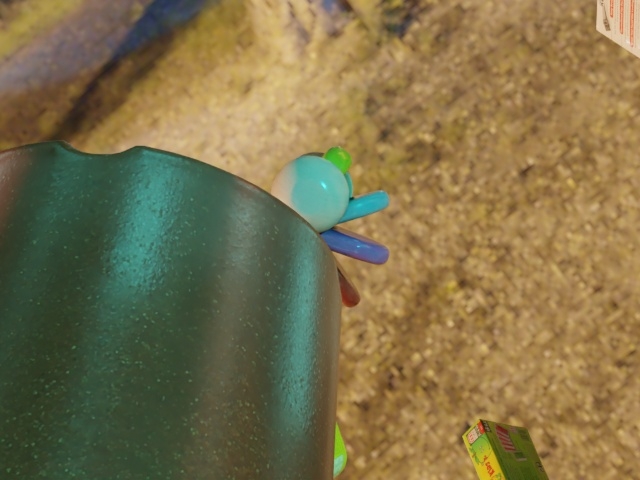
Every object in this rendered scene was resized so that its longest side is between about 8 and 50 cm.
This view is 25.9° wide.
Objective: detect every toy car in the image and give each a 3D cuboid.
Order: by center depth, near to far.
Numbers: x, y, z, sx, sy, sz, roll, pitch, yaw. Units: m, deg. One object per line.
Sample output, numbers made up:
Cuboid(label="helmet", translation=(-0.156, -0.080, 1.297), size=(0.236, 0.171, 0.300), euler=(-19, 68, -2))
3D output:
Cuboid(label="toy car", translation=(0.000, 0.000, 1.388), size=(0.182, 0.136, 0.159), euler=(-60, -1, 5))

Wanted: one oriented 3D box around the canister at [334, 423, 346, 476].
Cuboid(label="canister", translation=(-0.047, 0.193, 1.307), size=(0.073, 0.126, 0.170), euler=(-22, -2, 25))

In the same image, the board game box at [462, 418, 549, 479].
Cuboid(label="board game box", translation=(0.268, 0.333, 1.892), size=(0.043, 0.092, 0.181), euler=(-52, 40, 31))

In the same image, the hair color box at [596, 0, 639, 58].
Cuboid(label="hair color box", translation=(0.369, -0.249, 1.527), size=(0.053, 0.093, 0.167), euler=(-19, 35, -16))

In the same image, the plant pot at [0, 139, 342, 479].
Cuboid(label="plant pot", translation=(-0.106, 0.117, 0.613), size=(0.272, 0.272, 0.265), euler=(-22, 46, 39))
